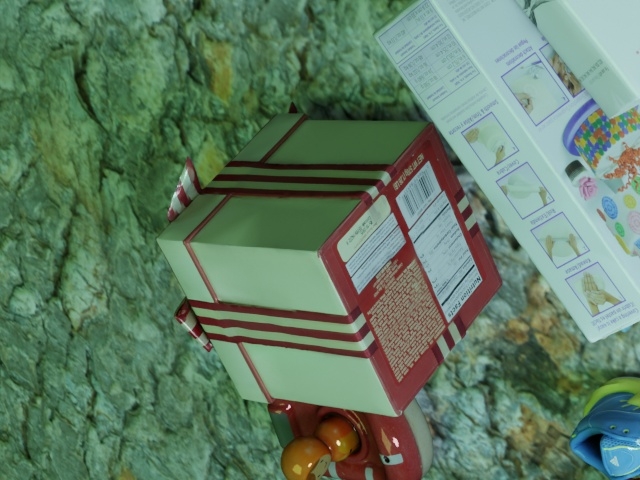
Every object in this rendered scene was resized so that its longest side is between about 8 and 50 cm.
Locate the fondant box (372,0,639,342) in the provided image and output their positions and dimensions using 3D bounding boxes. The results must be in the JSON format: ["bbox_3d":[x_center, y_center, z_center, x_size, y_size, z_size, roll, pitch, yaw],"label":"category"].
[{"bbox_3d":[0.231,-0.112,1.660,0.330,0.238,0.096,54,141,0],"label":"fondant box"}]

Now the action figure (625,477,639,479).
[{"bbox_3d":[0.347,0.278,1.845,0.280,0.139,0.091,-9,91,65],"label":"action figure"}]

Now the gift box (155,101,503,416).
[{"bbox_3d":[0.000,0.000,1.974,0.258,0.255,0.276,3,125,42],"label":"gift box"}]

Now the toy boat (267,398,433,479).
[{"bbox_3d":[0.015,0.233,2.205,0.231,0.151,0.151,4,121,44],"label":"toy boat"}]

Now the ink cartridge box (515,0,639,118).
[{"bbox_3d":[0.240,-0.266,1.551,0.273,0.198,0.115,53,172,2],"label":"ink cartridge box"}]

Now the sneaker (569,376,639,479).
[{"bbox_3d":[0.350,0.203,1.864,0.240,0.126,0.091,3,120,45],"label":"sneaker"}]

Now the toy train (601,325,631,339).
[{"bbox_3d":[0.332,0.061,1.846,0.166,0.046,0.125,28,136,33],"label":"toy train"}]
